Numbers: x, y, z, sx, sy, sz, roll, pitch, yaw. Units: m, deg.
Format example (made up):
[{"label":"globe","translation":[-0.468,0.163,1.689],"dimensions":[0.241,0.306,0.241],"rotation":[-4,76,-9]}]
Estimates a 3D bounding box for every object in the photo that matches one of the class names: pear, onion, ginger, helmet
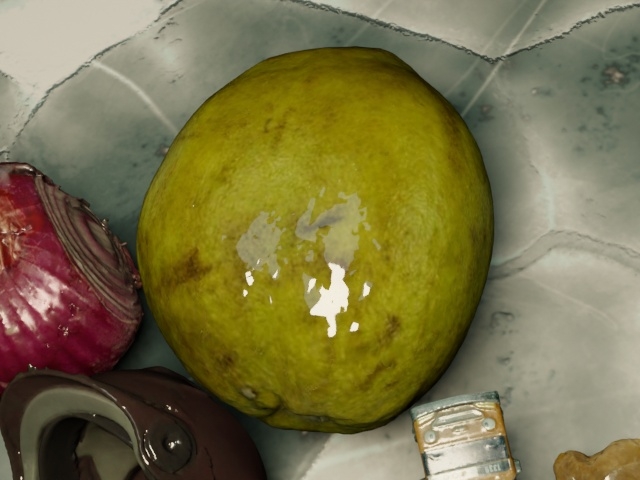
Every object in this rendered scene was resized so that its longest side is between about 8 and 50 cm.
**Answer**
[{"label":"pear","translation":[0.000,0.000,1.195],"dimensions":[0.351,0.352,0.414],"rotation":[0,57,11]},{"label":"onion","translation":[-0.327,0.065,1.279],"dimensions":[0.256,0.272,0.231],"rotation":[-28,60,37]},{"label":"ginger","translation":[0.324,0.308,1.108],"dimensions":[0.131,0.086,0.294],"rotation":[-44,63,6]},{"label":"helmet","translation":[-0.156,0.227,1.153],"dimensions":[0.225,0.177,0.305],"rotation":[-21,93,42]}]

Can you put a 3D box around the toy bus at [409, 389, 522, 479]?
[{"label":"toy bus","translation":[0.138,0.214,1.140],"dimensions":[0.091,0.182,0.103],"rotation":[-13,64,4]}]
